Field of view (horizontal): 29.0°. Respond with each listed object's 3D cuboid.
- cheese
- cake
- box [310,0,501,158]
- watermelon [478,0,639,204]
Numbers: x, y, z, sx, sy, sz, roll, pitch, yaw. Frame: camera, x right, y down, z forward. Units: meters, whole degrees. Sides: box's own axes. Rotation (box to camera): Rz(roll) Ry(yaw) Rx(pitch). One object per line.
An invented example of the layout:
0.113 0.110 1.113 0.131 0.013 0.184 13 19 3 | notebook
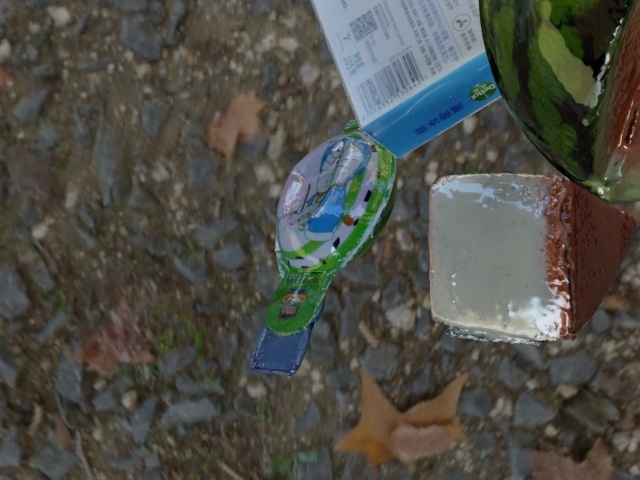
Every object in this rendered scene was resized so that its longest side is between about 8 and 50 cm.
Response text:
0.000 0.000 1.384 0.083 0.204 0.320 32 71 -30 | cheese
0.219 -0.027 1.272 0.158 0.159 0.262 3 27 28 | cake
0.077 -0.190 1.068 0.139 0.073 0.194 -31 57 18 | box
0.170 -0.142 0.678 0.159 0.303 0.128 14 33 1 | watermelon
